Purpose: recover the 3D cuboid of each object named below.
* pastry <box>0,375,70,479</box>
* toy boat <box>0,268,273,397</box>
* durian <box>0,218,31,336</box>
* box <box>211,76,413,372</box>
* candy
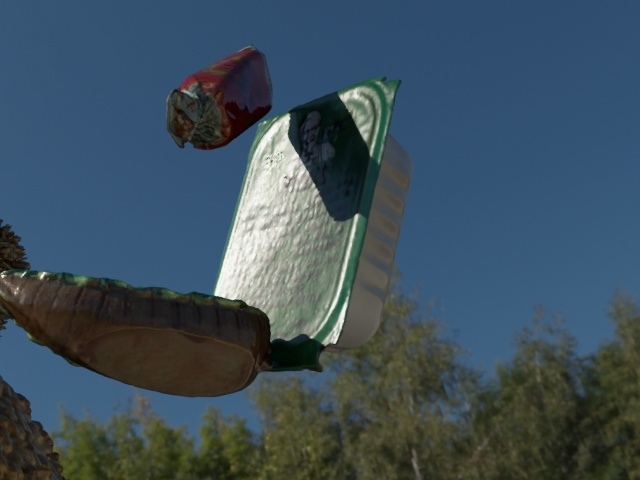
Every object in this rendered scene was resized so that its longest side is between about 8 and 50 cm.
[{"bbox_3d":[-0.407,0.277,0.953,0.245,0.409,0.409,-33,-31,-6],"label":"pastry"},{"bbox_3d":[-0.185,0.086,0.857,0.293,0.099,0.108,16,-71,-14],"label":"toy boat"},{"bbox_3d":[-0.682,0.087,1.544,0.385,0.347,0.347,-13,-31,2],"label":"durian"},{"bbox_3d":[0.000,0.000,1.023,0.106,0.336,0.264,28,-24,-34],"label":"box"},{"bbox_3d":[-0.104,-0.159,1.003,0.059,0.292,0.086,-7,-70,20],"label":"candy"}]
